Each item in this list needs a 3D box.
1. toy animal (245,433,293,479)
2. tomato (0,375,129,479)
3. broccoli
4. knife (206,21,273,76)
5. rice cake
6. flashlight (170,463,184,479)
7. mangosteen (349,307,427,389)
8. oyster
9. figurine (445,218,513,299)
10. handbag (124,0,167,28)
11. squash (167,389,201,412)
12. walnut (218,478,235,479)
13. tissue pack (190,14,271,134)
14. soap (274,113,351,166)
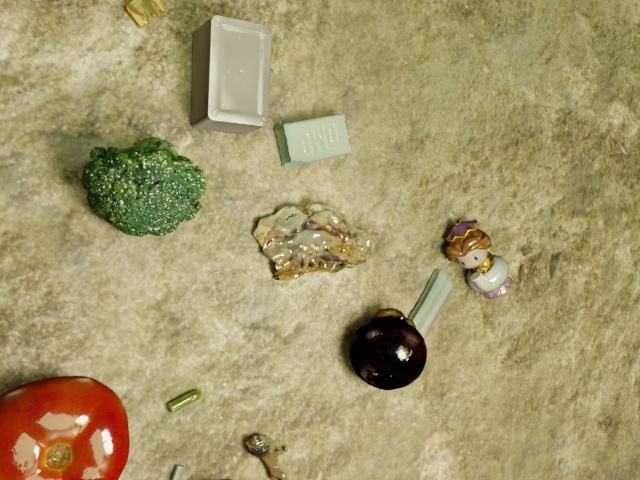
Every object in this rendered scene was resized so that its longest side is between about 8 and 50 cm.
[{"bbox_3d":[-0.106,0.564,1.573,0.086,0.069,0.220,-35,101,-4],"label":"toy animal"},{"bbox_3d":[-0.537,0.405,1.231,0.298,0.226,0.299,1,88,-23],"label":"tomato"},{"bbox_3d":[-0.386,-0.127,1.356,0.269,0.261,0.242,5,56,7],"label":"broccoli"},{"bbox_3d":[-0.208,-0.485,1.575,0.210,0.015,0.028,31,80,-25],"label":"knife"},{"bbox_3d":[0.330,0.197,1.853,0.080,0.042,0.222,41,69,-21],"label":"rice cake"},{"bbox_3d":[-0.347,0.574,1.455,0.018,0.018,0.083,26,76,-29],"label":"flashlight"},{"bbox_3d":[0.190,0.284,1.691,0.211,0.211,0.250,45,38,-21],"label":"mangosteen"},{"bbox_3d":[0.002,-0.003,1.632,0.354,0.107,0.201,-8,96,-30],"label":"oyster"},{"bbox_3d":[0.481,0.053,1.893,0.263,0.142,0.189,51,34,-17],"label":"figurine"},{"bbox_3d":[-0.413,-0.546,1.450,0.083,0.027,0.061,-46,111,-20],"label":"handbag"},{"bbox_3d":[-0.322,0.381,1.471,0.083,0.027,0.027,-25,101,-29],"label":"squash"},{"bbox_3d":[-0.213,0.670,1.433,0.224,0.224,0.224,1,88,-30],"label":"walnut"},{"bbox_3d":[-0.216,-0.393,1.487,0.159,0.136,0.246,3,90,-27],"label":"tissue pack"},{"bbox_3d":[-0.017,-0.270,1.651,0.198,0.063,0.115,-18,99,-29],"label":"soap"}]
